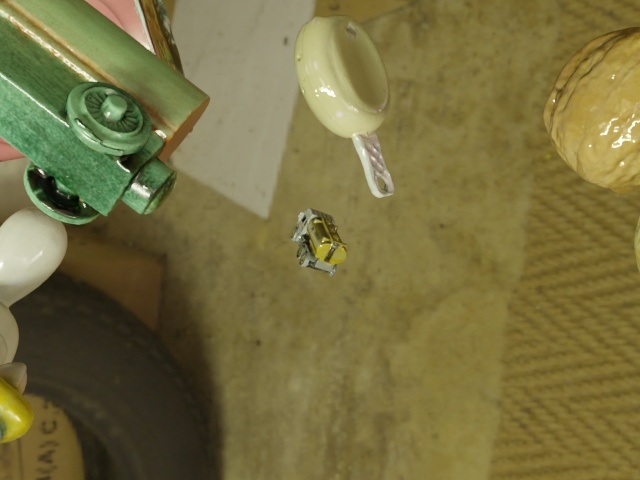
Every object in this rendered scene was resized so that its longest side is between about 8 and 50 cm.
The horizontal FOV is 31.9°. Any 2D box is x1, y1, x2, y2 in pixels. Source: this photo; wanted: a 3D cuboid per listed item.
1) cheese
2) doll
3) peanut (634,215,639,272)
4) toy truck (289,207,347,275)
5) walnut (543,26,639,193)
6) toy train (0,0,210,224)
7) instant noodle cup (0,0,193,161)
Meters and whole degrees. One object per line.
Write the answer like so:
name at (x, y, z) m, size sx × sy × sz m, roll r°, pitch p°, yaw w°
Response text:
cheese at (0.041, -0.160, 1.353) m, size 0.064 × 0.137 × 0.227 m, roll -20°, pitch 86°, yaw 39°
doll at (-0.417, 0.153, 1.131) m, size 0.376 × 0.187 × 0.366 m, roll -56°, pitch 24°, yaw 14°
peanut at (0.493, 0.045, 1.477) m, size 0.147 × 0.147 × 0.319 m, roll -51°, pitch 21°, yaw 35°
toy truck at (0.000, 0.000, 1.552) m, size 0.063 × 0.052 × 0.123 m, roll -62°, pitch 23°, yaw 20°
walnut at (0.469, -0.203, 1.695) m, size 0.257 × 0.224 × 0.257 m, roll -3°, pitch 84°, yaw 29°
toy train at (-0.215, -0.138, 0.856) m, size 0.285 × 0.177 × 0.116 m, roll 37°, pitch 129°, yaw -3°
instant noodle cup at (-0.291, -0.194, 1.244) m, size 0.255 × 0.244 × 0.244 m, roll -18°, pitch 71°, yaw 1°
